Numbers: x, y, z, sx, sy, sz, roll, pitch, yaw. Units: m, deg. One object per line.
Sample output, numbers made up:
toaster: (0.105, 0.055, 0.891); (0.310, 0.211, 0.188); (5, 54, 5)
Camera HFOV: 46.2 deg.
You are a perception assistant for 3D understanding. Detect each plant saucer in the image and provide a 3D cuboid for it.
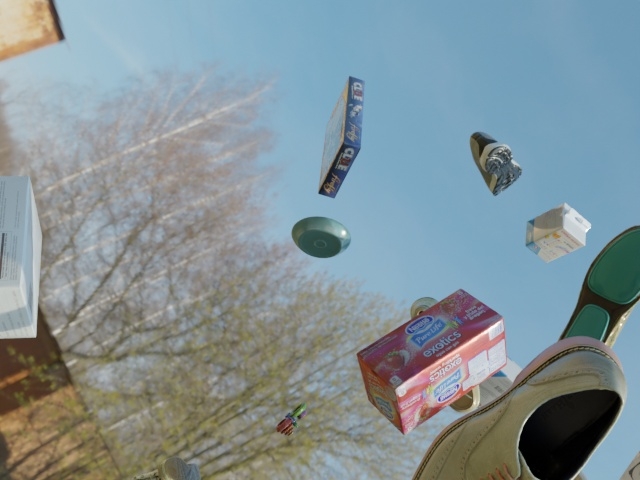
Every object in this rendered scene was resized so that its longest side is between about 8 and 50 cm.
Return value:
plant saucer: (0.000, 0.000, 1.477); (0.119, 0.119, 0.021); (90, 7, -49)

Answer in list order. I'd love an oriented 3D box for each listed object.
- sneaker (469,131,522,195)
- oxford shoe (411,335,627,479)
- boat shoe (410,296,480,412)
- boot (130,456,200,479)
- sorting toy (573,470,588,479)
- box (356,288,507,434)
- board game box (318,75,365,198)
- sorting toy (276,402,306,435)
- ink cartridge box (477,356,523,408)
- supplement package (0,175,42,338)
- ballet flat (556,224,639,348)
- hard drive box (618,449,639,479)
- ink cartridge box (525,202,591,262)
sneaker: (0.469, -0.211, 2.030); (0.108, 0.100, 0.271); (53, 4, 31)
oxford shoe: (0.232, 0.289, 0.966); (0.140, 0.397, 0.146); (37, 14, 4)
boat shoe: (0.276, 0.270, 1.703); (0.285, 0.104, 0.089); (63, 14, -3)
boot: (-0.418, 0.618, 1.937); (0.213, 0.165, 0.077); (60, 15, -67)
sorting toy: (0.408, 0.499, 1.431); (0.089, 0.255, 0.257); (29, 14, -14)
box: (0.208, 0.219, 1.384); (0.122, 0.256, 0.128); (37, -31, 48)
board game box: (0.049, -0.238, 1.719); (0.165, 0.042, 0.243); (118, -16, -46)
sorting toy: (-0.067, 0.461, 1.914); (0.042, 0.102, 0.061); (51, -15, -3)
ink cartridge box: (0.534, 0.441, 2.400); (0.139, 0.082, 0.190); (42, -45, -7)
supplement package: (-0.584, 0.031, 1.166); (0.199, 0.262, 0.198); (114, -27, -58)
ballet flat: (0.587, 0.126, 1.536); (0.123, 0.123, 0.349); (37, -75, 48)
hard drive box: (0.791, 0.626, 1.779); (0.089, 0.232, 0.181); (35, -1, -18)
ink cartridge box: (0.625, -0.023, 1.974); (0.092, 0.090, 0.143); (34, -40, -21)
